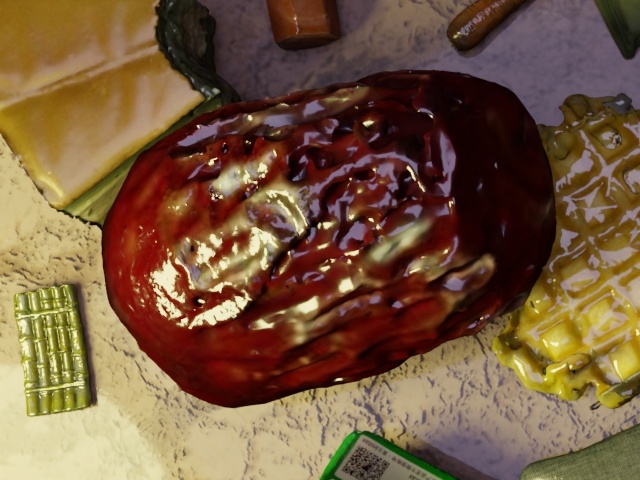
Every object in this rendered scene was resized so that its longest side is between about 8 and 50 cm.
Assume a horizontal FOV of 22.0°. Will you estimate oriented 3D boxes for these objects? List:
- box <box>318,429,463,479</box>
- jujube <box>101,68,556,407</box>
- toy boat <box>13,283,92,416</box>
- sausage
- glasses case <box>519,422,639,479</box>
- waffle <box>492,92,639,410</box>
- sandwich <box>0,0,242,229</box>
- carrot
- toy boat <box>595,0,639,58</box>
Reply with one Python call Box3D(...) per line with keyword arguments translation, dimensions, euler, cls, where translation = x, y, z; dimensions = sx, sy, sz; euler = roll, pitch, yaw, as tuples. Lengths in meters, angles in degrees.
Box3D(translation=(0.041, 0.287, 1.318), dimensions=(0.180, 0.103, 0.250), euler=(29, 51, 13), cls="box")
Box3D(translation=(0.000, 0.000, 1.326), dimensions=(0.377, 0.258, 0.258), euler=(-13, 82, 29), cls="jujube")
Box3D(translation=(-0.245, 0.100, 1.500), dimensions=(0.063, 0.016, 0.115), euler=(-11, 83, 12), cls="toy boat")
Box3D(translation=(-0.024, -0.257, 1.459), dimensions=(0.065, 0.065, 0.169), euler=(-10, 82, 12), cls="sausage")
Box3D(translation=(0.319, 0.188, 1.305), dimensions=(0.323, 0.074, 0.131), euler=(-26, 75, 22), cls="glasses case")
Box3D(translation=(0.264, 0.006, 1.371), dimensions=(0.262, 0.060, 0.280), euler=(13, 84, 16), cls="waffle")
Box3D(translation=(-0.191, -0.160, 1.443), dimensions=(0.198, 0.155, 0.227), euler=(-36, 78, 5), cls="sandwich")
Box3D(translation=(0.149, -0.200, 1.433), dimensions=(0.093, 0.032, 0.032), euler=(-37, 78, 4), cls="carrot")
Box3D(translation=(0.251, -0.305, 1.406), dimensions=(0.093, 0.055, 0.293), euler=(-14, 82, 9), cls="toy boat")
